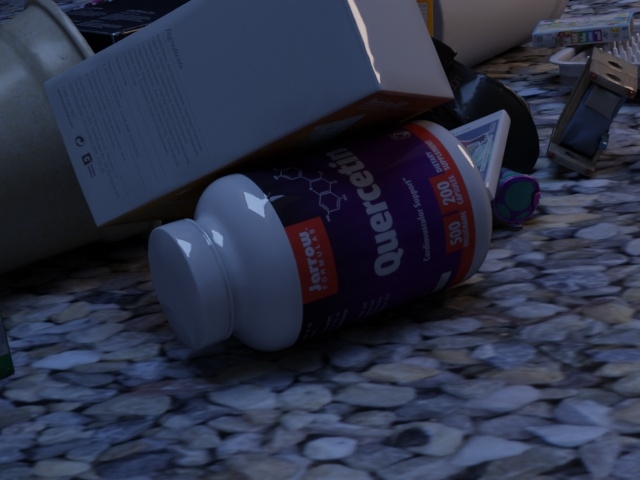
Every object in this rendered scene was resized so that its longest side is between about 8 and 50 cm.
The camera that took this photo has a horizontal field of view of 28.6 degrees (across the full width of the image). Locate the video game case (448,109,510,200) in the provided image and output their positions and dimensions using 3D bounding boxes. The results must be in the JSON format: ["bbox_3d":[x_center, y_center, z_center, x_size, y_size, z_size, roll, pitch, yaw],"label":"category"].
[{"bbox_3d":[0.134,-0.076,1.517,0.183,0.023,0.201,-21,25,25],"label":"video game case"}]

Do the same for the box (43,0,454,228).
[{"bbox_3d":[-0.072,-0.156,1.310,0.345,0.168,0.215,-24,-6,25],"label":"box"}]

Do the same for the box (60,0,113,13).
[{"bbox_3d":[-0.448,-0.402,2.558,0.247,0.163,0.142,-24,23,-35],"label":"box"}]

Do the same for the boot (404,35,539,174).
[{"bbox_3d":[0.161,-0.168,1.729,0.091,0.263,0.229,-48,4,-21],"label":"boot"}]

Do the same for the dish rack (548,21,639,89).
[{"bbox_3d":[0.554,-0.283,1.965,0.333,0.072,0.285,6,25,34],"label":"dish rack"}]

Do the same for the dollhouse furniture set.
[{"bbox_3d":[0.406,-0.142,1.624,0.184,0.129,0.129,25,27,4],"label":"dollhouse furniture set"}]

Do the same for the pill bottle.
[{"bbox_3d":[0.000,0.000,1.264,0.323,0.181,0.181,-19,23,-26],"label":"pill bottle"}]

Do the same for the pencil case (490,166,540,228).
[{"bbox_3d":[0.206,-0.064,1.522,0.070,0.064,0.152,11,11,-22],"label":"pencil case"}]

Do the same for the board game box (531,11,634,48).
[{"bbox_3d":[0.428,-0.342,2.047,0.154,0.026,0.103,-3,21,19],"label":"board game box"}]

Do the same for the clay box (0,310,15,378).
[{"bbox_3d":[-0.409,0.065,1.332,0.053,0.127,0.222,-23,25,-35],"label":"clay box"}]

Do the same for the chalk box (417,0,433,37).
[{"bbox_3d":[0.029,-0.347,1.945,0.180,0.179,0.289,-6,12,-23],"label":"chalk box"}]

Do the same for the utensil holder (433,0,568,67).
[{"bbox_3d":[0.203,-0.446,2.200,0.328,0.327,0.385,10,30,42],"label":"utensil holder"}]

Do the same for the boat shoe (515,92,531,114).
[{"bbox_3d":[0.209,-0.202,1.848,0.092,0.102,0.285,-27,21,-31],"label":"boat shoe"}]

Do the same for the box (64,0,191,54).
[{"bbox_3d":[-0.324,-0.347,2.340,0.313,0.178,0.343,-24,25,-33],"label":"box"}]

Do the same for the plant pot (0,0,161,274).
[{"bbox_3d":[-0.409,-0.086,1.530,0.306,0.333,0.334,-29,26,-18],"label":"plant pot"}]
